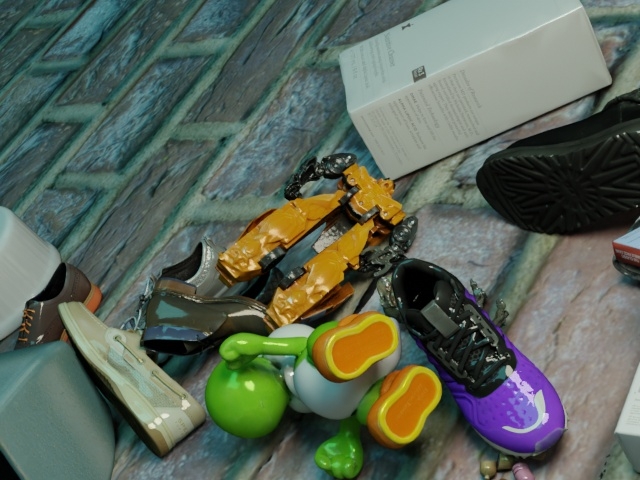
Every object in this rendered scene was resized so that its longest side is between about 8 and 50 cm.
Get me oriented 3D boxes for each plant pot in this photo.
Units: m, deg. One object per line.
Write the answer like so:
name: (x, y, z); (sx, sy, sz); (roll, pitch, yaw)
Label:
plant pot: (-0.437, 0.279, 1.547); (0.248, 0.247, 0.252); (-14, 28, 26)

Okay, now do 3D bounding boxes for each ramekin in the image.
ramekin: (-0.639, 0.063, 2.039); (0.277, 0.135, 0.277); (-21, 37, 17)

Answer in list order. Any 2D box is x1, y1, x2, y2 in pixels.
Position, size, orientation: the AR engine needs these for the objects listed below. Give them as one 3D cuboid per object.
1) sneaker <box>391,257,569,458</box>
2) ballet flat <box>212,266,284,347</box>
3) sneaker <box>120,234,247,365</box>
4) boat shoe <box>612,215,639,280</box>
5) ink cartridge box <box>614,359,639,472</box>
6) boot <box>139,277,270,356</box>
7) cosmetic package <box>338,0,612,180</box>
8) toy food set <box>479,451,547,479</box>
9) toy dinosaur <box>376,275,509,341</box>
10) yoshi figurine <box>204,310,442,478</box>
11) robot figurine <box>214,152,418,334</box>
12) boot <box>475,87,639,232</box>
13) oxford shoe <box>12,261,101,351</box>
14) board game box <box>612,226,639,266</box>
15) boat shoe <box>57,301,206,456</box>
sneaker: (0.164, 0.124, 1.260); (0.102, 0.146, 0.293); (-40, 45, 2)
ballet flat: (-0.127, 0.101, 1.660); (0.173, 0.049, 0.057); (-42, 37, -10)
sneaker: (-0.251, 0.098, 1.703); (0.281, 0.115, 0.105); (-42, 36, -6)
boat shoe: (0.461, 0.030, 1.218); (0.105, 0.113, 0.306); (-43, 36, -20)
ink cartridge box: (0.411, 0.153, 1.145); (0.140, 0.082, 0.190); (2, 47, 39)
boot: (-0.153, 0.134, 1.574); (0.219, 0.082, 0.106); (14, 55, 9)
cosmetic package: (0.237, -0.274, 1.719); (0.385, 0.156, 0.217); (-26, 34, 13)
toy food set: (0.200, 0.276, 1.222); (0.078, 0.019, 0.122); (10, 54, 45)
toy dinosaur: (0.179, 0.112, 1.403); (0.118, 0.064, 0.268); (-40, 41, -4)
yoshi figurine: (-0.028, 0.186, 1.349); (0.362, 0.203, 0.203); (-12, 70, 63)
robot figurine: (0.000, 0.000, 1.578); (0.291, 0.211, 0.085); (-38, -11, -26)
boot: (0.398, -0.143, 1.454); (0.348, 0.131, 0.260); (-9, 31, 51)
oxford shoe: (-0.482, 0.155, 1.836); (0.097, 0.098, 0.271); (-1, 47, 38)
board game box: (0.470, -0.034, 1.171); (0.281, 0.027, 0.145); (-25, 18, -17)
boat shoe: (-0.281, 0.184, 1.602); (0.098, 0.109, 0.302); (-34, 55, -20)
